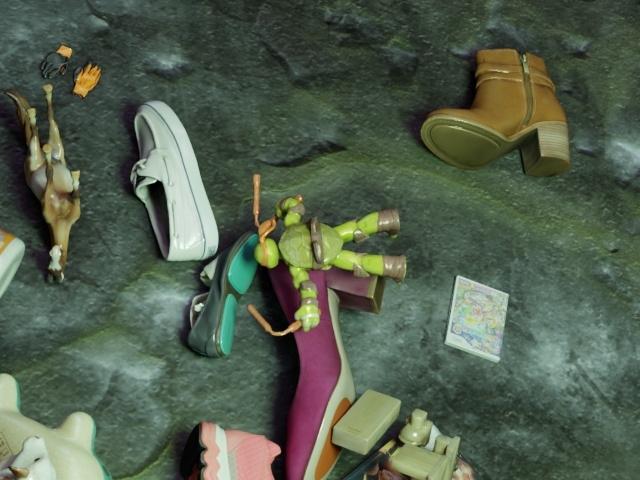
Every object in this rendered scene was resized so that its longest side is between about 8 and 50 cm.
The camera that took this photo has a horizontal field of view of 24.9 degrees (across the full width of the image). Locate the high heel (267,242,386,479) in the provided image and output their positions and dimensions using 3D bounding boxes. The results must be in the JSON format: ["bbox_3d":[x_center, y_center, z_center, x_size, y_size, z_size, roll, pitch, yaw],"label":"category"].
[{"bbox_3d":[-0.035,0.170,1.984,0.181,0.127,0.377,7,55,17],"label":"high heel"}]

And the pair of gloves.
[{"bbox_3d":[-0.370,-0.253,2.155,0.083,0.010,0.074,28,52,-2],"label":"pair of gloves"}]

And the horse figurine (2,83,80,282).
[{"bbox_3d":[-0.371,-0.095,1.974,0.066,0.174,0.263,-12,50,-19],"label":"horse figurine"}]

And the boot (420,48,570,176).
[{"bbox_3d":[0.276,-0.228,2.345,0.283,0.109,0.220,6,58,-21],"label":"boot"}]

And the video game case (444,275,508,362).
[{"bbox_3d":[0.234,0.117,2.163,0.087,0.011,0.122,21,53,-9],"label":"video game case"}]

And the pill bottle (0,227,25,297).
[{"bbox_3d":[-0.501,0.003,1.861,0.216,0.121,0.121,29,52,-2],"label":"pill bottle"}]

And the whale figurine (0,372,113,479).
[{"bbox_3d":[-0.347,0.288,1.741,0.216,0.141,0.272,-42,53,0],"label":"whale figurine"}]

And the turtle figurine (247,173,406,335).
[{"bbox_3d":[0.000,0.000,1.973,0.217,0.087,0.269,-5,53,-6],"label":"turtle figurine"}]

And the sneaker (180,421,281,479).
[{"bbox_3d":[-0.089,0.369,1.796,0.136,0.116,0.313,6,56,-21],"label":"sneaker"}]

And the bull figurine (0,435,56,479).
[{"bbox_3d":[-0.412,0.346,1.601,0.188,0.101,0.310,18,82,31],"label":"bull figurine"}]

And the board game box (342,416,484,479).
[{"bbox_3d":[0.109,0.361,1.929,0.243,0.042,0.165,-34,76,-36],"label":"board game box"}]

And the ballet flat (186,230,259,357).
[{"bbox_3d":[-0.140,0.070,2.004,0.074,0.074,0.203,21,58,-9],"label":"ballet flat"}]

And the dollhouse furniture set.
[{"bbox_3d":[0.095,0.302,1.908,0.151,0.123,0.144,18,28,20],"label":"dollhouse furniture set"}]

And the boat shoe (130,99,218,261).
[{"bbox_3d":[-0.224,-0.087,2.054,0.084,0.095,0.258,-9,61,-32],"label":"boat shoe"}]
